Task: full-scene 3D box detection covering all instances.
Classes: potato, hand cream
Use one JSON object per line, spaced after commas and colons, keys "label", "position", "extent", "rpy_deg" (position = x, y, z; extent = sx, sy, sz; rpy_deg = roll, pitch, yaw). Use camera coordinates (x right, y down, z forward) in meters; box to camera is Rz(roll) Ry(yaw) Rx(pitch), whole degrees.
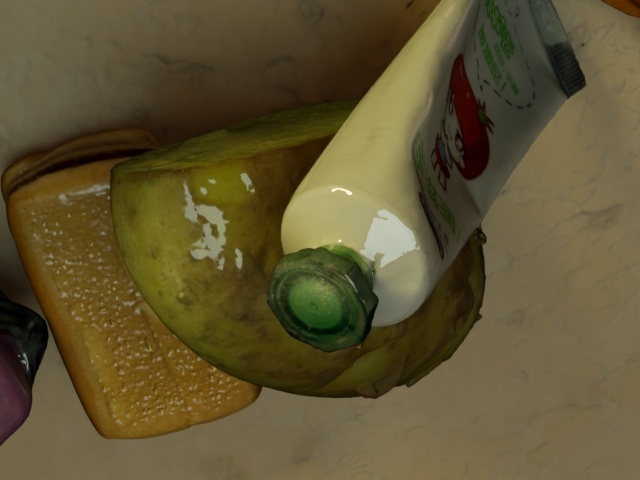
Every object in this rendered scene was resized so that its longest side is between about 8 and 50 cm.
{"label": "potato", "position": [0.000, 0.000, 0.811], "extent": [0.141, 0.176, 0.298], "rpy_deg": [-6, 168, 29]}
{"label": "hand cream", "position": [0.068, -0.060, 0.758], "extent": [0.076, 0.336, 0.121], "rpy_deg": [-7, 119, 33]}

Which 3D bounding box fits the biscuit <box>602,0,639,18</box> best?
{"label": "biscuit", "position": [0.227, -0.184, 0.725], "extent": [0.318, 0.312, 0.110], "rpy_deg": [27, 80, -29]}

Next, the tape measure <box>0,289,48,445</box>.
{"label": "tape measure", "position": [-0.293, 0.069, 0.832], "extent": [0.245, 0.149, 0.231], "rpy_deg": [-32, 116, -3]}

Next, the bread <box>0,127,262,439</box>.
{"label": "bread", "position": [-0.114, 0.029, 0.883], "extent": [0.116, 0.077, 0.200], "rpy_deg": [-19, 121, -4]}
